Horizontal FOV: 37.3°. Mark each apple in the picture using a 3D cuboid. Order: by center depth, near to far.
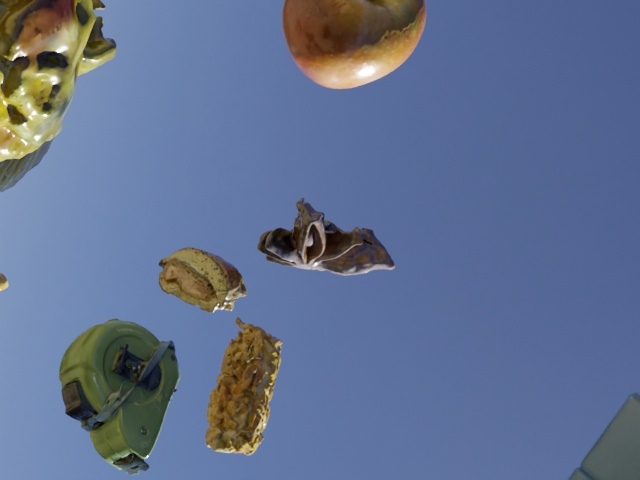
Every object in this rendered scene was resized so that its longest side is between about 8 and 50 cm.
[{"bbox_3d":[0.048,-0.335,1.440,0.210,0.235,0.173,61,-32,13],"label":"apple"}]

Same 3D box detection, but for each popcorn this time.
[{"bbox_3d":[-0.287,-0.174,0.826,0.189,0.170,0.218,-65,174,-47],"label":"popcorn"}]

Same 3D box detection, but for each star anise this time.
[{"bbox_3d":[0.003,0.001,1.615,0.199,0.258,0.110,-8,-106,42],"label":"star anise"}]

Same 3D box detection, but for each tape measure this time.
[{"bbox_3d":[-0.249,0.176,1.188,0.087,0.154,0.177,-33,-153,36],"label":"tape measure"}]

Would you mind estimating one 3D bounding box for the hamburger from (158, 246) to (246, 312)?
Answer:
[{"bbox_3d":[-0.170,0.060,1.500,0.176,0.102,0.087,14,-86,44],"label":"hamburger"}]

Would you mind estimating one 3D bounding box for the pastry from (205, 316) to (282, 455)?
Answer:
[{"bbox_3d":[-0.139,0.264,1.730,0.103,0.154,0.249,6,-104,20],"label":"pastry"}]

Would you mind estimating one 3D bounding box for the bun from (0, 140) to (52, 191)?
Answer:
[{"bbox_3d":[-0.465,-0.140,1.247,0.145,0.229,0.229,44,-60,13],"label":"bun"}]

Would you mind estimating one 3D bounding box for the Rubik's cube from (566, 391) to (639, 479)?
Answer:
[{"bbox_3d":[0.430,0.424,0.988,0.344,0.347,0.347,-56,-162,1],"label":"Rubik's cube"}]

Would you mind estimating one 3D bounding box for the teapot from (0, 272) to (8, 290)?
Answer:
[{"bbox_3d":[-0.618,0.080,1.440,0.203,0.311,0.167,42,-67,29],"label":"teapot"}]
